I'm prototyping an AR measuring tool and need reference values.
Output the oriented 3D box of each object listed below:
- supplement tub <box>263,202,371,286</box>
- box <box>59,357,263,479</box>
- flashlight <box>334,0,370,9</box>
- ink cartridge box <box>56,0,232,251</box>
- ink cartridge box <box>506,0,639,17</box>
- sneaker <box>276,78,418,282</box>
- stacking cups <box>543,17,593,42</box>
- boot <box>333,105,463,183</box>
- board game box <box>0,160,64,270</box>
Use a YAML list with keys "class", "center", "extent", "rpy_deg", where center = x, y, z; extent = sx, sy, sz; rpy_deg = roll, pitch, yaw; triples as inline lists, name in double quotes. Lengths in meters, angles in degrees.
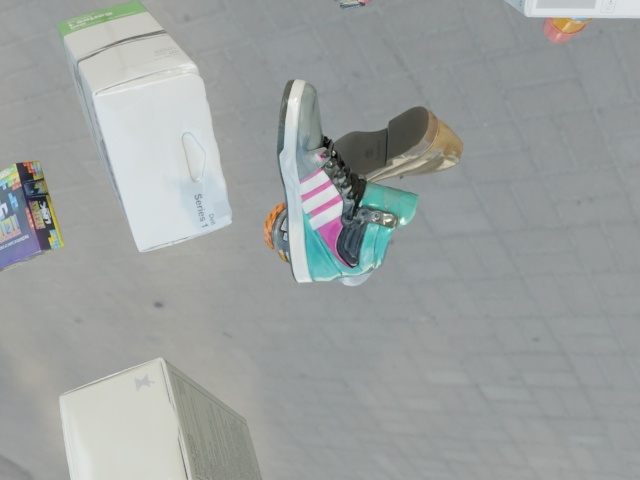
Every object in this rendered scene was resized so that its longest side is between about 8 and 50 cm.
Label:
- class: "supplement tub"
  center: [0.000, 0.000, 1.517]
  extent: [0.190, 0.117, 0.117]
  rpy_deg: [19, 148, 37]
- class: "box"
  center: [-0.165, 0.255, 0.999]
  extent: [0.121, 0.148, 0.311]
  rpy_deg: [-20, 153, 4]
- class: "flashlight"
  center: [0.168, -0.513, 1.641]
  extent: [0.304, 0.103, 0.103]
  rpy_deg: [-5, 160, 27]
- class: "ink cartridge box"
  center: [-0.167, -0.113, 0.814]
  extent: [0.219, 0.093, 0.160]
  rpy_deg: [-129, 25, -55]
- class: "ink cartridge box"
  center: [0.374, -0.361, 1.161]
  extent: [0.296, 0.261, 0.066]
  rpy_deg: [-1, 120, -8]
- class: "sneaker"
  center: [0.042, -0.073, 1.173]
  extent: [0.178, 0.124, 0.295]
  rpy_deg: [0, 119, 10]
- class: "stacking cups"
  center: [0.461, -0.427, 1.536]
  extent: [0.096, 0.096, 0.316]
  rpy_deg: [25, 169, 2]
- class: "boot"
  center: [0.105, -0.127, 1.462]
  extent: [0.115, 0.112, 0.305]
  rpy_deg: [23, 155, -36]
- class: "board game box"
  center: [-0.486, -0.033, 1.371]
  extent: [0.170, 0.048, 0.141]
  rpy_deg: [-18, 87, 39]
